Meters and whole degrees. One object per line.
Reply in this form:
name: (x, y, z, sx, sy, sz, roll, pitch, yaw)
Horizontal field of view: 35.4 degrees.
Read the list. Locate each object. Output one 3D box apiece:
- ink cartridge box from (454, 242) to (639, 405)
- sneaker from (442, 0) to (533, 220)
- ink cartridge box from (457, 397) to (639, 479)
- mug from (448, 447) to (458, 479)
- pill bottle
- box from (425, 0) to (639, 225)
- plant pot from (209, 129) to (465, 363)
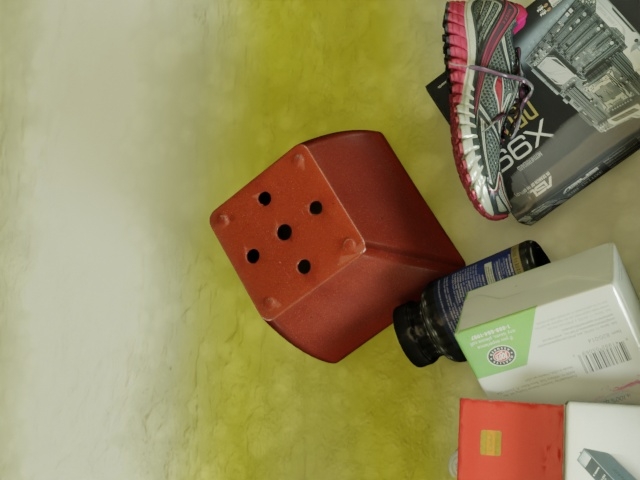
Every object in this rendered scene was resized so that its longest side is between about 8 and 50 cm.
ink cartridge box: (0.340, 0.204, 1.264, 0.207, 0.119, 0.353, -21, 107, 23)
sneaker: (0.226, -0.175, 1.321, 0.112, 0.121, 0.299, -4, 88, 5)
ink cartridge box: (0.284, 0.333, 1.147, 0.261, 0.066, 0.296, 1, 82, 10)
mug: (0.213, 0.316, 1.392, 0.078, 0.064, 0.062, 39, 101, 24)
pill bottle: (0.216, 0.094, 1.379, 0.219, 0.123, 0.122, -25, 75, 22)
box: (0.336, -0.205, 1.376, 0.307, 0.076, 0.242, -37, 71, 18)
plant pot: (0.000, 0.000, 1.432, 0.267, 0.236, 0.267, -37, 70, 19)
